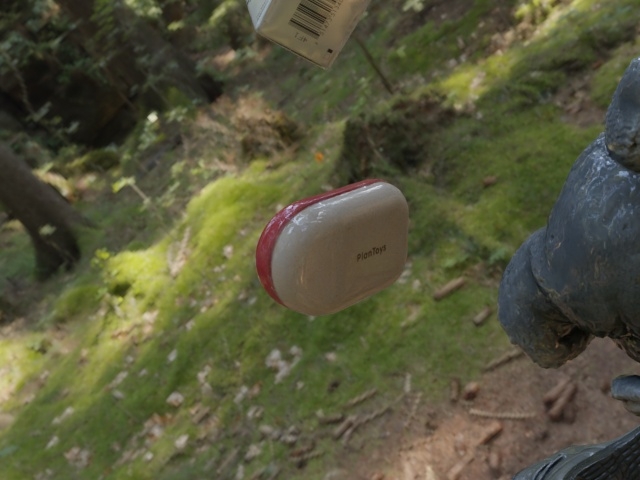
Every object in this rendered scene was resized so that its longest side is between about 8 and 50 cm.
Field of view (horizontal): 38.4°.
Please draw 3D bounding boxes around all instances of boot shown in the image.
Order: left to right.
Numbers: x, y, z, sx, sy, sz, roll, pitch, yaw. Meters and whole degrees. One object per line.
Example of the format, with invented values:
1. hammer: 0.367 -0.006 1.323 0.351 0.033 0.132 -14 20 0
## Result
1. boot: 0.364 0.268 1.148 0.246 0.083 0.161 -19 -2 -17

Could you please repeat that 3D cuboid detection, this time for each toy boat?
1. toy boat: 0.000 0.000 1.181 0.151 0.151 0.231 15 24 38

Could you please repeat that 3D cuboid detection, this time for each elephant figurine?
1. elephant figurine: 0.212 0.055 0.417 0.186 0.239 0.169 -11 -36 -46

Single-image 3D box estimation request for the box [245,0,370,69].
1. box: -0.025 -0.302 1.035 0.113 0.094 0.275 -57 25 20
